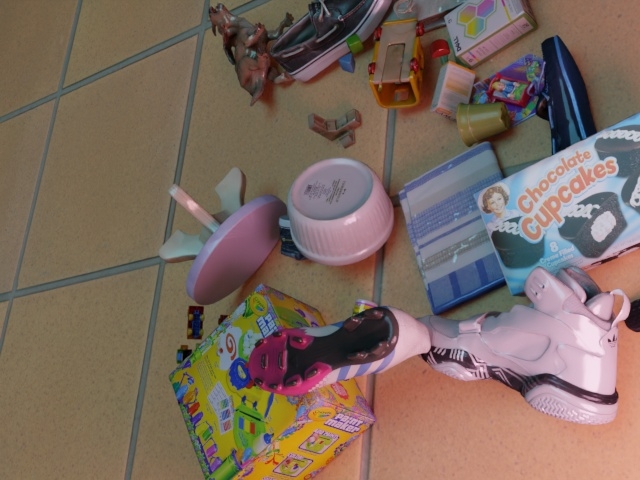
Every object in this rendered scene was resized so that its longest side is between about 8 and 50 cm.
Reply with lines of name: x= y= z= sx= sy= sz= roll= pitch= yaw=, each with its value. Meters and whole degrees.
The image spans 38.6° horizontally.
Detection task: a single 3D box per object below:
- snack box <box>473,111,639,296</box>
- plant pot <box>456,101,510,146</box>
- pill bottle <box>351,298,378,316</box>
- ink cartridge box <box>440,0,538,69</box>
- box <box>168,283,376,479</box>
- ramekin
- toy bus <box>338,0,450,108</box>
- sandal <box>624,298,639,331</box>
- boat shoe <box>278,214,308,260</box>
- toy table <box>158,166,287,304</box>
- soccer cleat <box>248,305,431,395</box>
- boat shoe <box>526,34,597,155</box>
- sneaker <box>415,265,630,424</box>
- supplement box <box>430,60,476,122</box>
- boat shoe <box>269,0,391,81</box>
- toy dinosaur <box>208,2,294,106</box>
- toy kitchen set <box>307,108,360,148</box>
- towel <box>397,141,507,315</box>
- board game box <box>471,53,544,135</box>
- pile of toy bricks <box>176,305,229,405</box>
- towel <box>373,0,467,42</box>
snack box: x=0.420 y=-0.056 z=1.446 sx=0.322 sy=0.060 sz=0.187 roll=-28 pitch=70 yaw=28
plant pot: x=0.299 y=-0.217 z=1.655 sx=0.079 sy=0.083 sz=0.083 roll=-9 pitch=64 yaw=29
pill bottle: x=0.078 y=0.154 z=1.708 sx=0.043 sy=0.043 sz=0.083 roll=3 pitch=72 yaw=43
ink cartridge box: x=0.304 y=-0.407 z=1.763 sx=0.209 sy=0.062 sz=0.109 roll=-30 pitch=53 yaw=29
box: x=-0.098 y=0.293 z=1.706 sx=0.279 sy=0.177 sz=0.290 roll=-45 pitch=46 yaw=17
ramekin: x=0.033 y=-0.064 z=1.749 sx=0.207 sy=0.109 sz=0.207 roll=-8 pitch=50 yaw=10
toy bus: x=0.161 y=-0.360 z=1.835 sx=0.202 sy=0.104 sz=0.191 roll=-37 pitch=52 yaw=-7
sandal: x=0.529 y=0.096 z=1.334 sx=0.179 sy=0.040 sz=0.067 roll=-25 pitch=48 yaw=50
boat shoe: x=0.000 y=0.000 z=1.851 sx=0.183 sy=0.065 sz=0.083 roll=9 pitch=109 yaw=28
toy table: x=-0.216 y=-0.017 z=1.936 sx=0.274 sy=0.252 sz=0.161 roll=-42 pitch=58 yaw=-13
soccer cleat: x=0.030 y=0.191 z=1.496 sx=0.331 sy=0.143 sz=0.116 roll=-19 pitch=65 yaw=38
boat shoe: x=0.402 y=-0.236 z=1.560 sx=0.089 sy=0.109 sz=0.258 roll=-24 pitch=53 yaw=34
sneaker: x=0.305 y=0.128 z=1.415 sx=0.365 sy=0.137 sz=0.210 roll=19 pitch=102 yaw=41
supplement box: x=0.253 y=-0.284 z=1.744 sx=0.036 sy=0.062 sz=0.098 roll=-20 pitch=52 yaw=68
boat shoe: x=0.019 y=-0.470 z=1.979 sx=0.335 sy=0.119 sz=0.121 roll=-38 pitch=41 yaw=33
toy dinosaur: x=-0.168 y=-0.431 z=2.174 sx=0.200 sy=0.127 sz=0.296 roll=-19 pitch=70 yaw=44
toy kitchen set: x=0.031 y=-0.239 z=1.921 sx=0.083 sy=0.075 sz=0.068 roll=-28 pitch=54 yaw=35
towel: x=0.255 y=-0.023 z=1.642 sx=0.209 sy=0.034 sz=0.285 roll=-29 pitch=54 yaw=26
board game box: x=0.344 y=-0.274 z=1.683 sx=0.168 sy=0.033 sz=0.133 roll=-29 pitch=53 yaw=30
pile of toy bricks: x=-0.251 y=0.244 z=1.941 sx=0.105 sy=0.118 sz=0.212 roll=178 pitch=96 yaw=-72
towel: x=0.233 y=-0.527 z=1.899 sx=0.282 sy=0.049 sz=0.187 roll=-10 pitch=63 yaw=41
